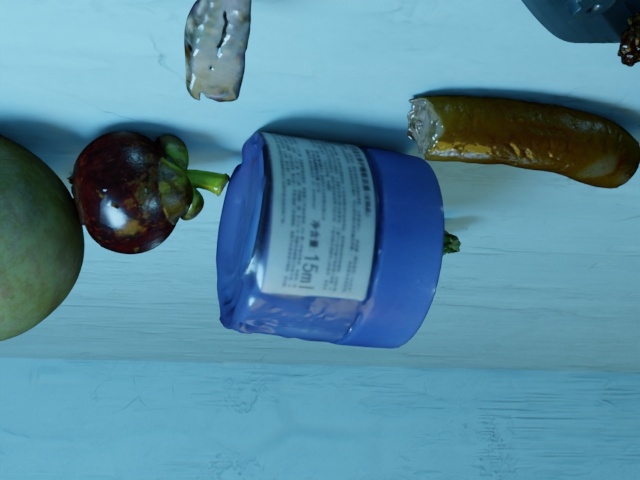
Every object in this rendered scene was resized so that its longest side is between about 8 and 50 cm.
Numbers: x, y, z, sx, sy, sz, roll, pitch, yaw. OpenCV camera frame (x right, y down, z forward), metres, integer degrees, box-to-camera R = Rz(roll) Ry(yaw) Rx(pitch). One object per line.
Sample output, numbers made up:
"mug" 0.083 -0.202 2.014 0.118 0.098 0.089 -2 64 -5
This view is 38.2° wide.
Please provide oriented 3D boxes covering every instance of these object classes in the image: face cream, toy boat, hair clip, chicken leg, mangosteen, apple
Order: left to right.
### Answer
"apple" -0.412 -0.014 1.101 0.256 0.257 0.234 3 131 -11
"mangosteen" -0.209 -0.071 1.109 0.181 0.156 0.146 -29 134 -2
"hair clip" -0.065 -0.219 0.681 0.172 0.069 0.300 7 150 -11
"face cream" 0.000 0.000 1.130 0.225 0.249 0.249 9 161 -18
"toy boat" 0.209 -0.209 0.728 0.093 0.103 0.246 -26 167 25
"chicken leg" 0.275 -0.183 0.738 0.037 0.145 0.062 30 138 29

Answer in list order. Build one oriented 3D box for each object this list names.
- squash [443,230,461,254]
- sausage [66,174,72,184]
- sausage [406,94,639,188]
"squash" 0.124 0.013 1.485 0.252 0.066 0.066 -15 158 42
"sausage" -0.304 -0.074 1.276 0.100 0.015 0.015 14 158 -40
"sausage" 0.242 -0.114 1.046 0.302 0.076 0.103 7 170 -18
